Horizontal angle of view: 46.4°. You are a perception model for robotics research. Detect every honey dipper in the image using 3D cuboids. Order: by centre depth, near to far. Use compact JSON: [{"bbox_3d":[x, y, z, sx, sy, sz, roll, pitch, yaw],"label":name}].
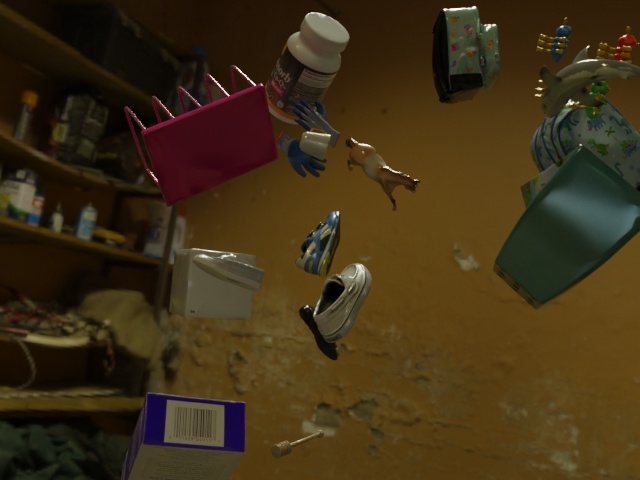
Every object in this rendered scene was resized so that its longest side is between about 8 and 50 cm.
[{"bbox_3d":[-0.046,0.456,1.683,0.030,0.031,0.160,1,3,41],"label":"honey dipper"}]

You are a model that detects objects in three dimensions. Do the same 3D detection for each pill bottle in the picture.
[{"bbox_3d":[-0.040,-0.469,2.044,0.162,0.162,0.278,13,-48,-23],"label":"pill bottle"}]

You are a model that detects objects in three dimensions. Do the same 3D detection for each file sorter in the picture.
[{"bbox_3d":[-0.280,-0.256,1.738,0.290,0.202,0.182,-26,45,-17],"label":"file sorter"}]

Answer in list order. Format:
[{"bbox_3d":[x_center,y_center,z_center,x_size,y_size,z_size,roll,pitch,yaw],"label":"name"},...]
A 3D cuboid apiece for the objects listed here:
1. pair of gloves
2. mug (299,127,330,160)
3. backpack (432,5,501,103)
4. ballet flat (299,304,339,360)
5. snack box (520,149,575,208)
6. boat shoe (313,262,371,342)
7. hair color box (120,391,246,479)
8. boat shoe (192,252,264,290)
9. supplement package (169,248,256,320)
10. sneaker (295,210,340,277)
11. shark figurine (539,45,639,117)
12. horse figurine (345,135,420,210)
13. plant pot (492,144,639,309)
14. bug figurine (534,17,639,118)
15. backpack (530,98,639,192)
[{"bbox_3d":[-0.028,-0.267,1.930,0.159,0.198,0.023,36,-20,-25],"label":"pair of gloves"},{"bbox_3d":[-0.015,-0.226,1.744,0.064,0.062,0.078,16,14,-2],"label":"mug"},{"bbox_3d":[0.309,-0.405,1.603,0.144,0.189,0.166,-11,-4,4],"label":"backpack"},{"bbox_3d":[0.005,0.238,1.962,0.049,0.173,0.057,-9,-32,-46],"label":"ballet flat"},{"bbox_3d":[0.548,-0.065,1.655,0.070,0.207,0.174,7,-27,-30],"label":"snack box"},{"bbox_3d":[0.044,0.122,1.733,0.096,0.268,0.088,-20,-65,34],"label":"boat shoe"},{"bbox_3d":[-0.272,0.419,1.428,0.185,0.110,0.339,10,-42,-17],"label":"hair color box"},{"bbox_3d":[-0.227,0.066,1.873,0.184,0.063,0.066,21,-21,-5],"label":"boat shoe"},{"bbox_3d":[-0.331,0.133,2.259,0.197,0.200,0.262,6,-4,-21],"label":"supplement package"},{"bbox_3d":[0.000,0.000,1.308,0.059,0.144,0.053,9,-43,15],"label":"sneaker"},{"bbox_3d":[0.557,-0.344,1.495,0.278,0.116,0.166,-6,-37,42],"label":"shark figurine"},{"bbox_3d":[0.141,-0.184,1.934,0.263,0.066,0.174,47,-11,16],"label":"horse figurine"},{"bbox_3d":[0.411,-0.005,1.266,0.166,0.234,0.165,45,0,15],"label":"plant pot"},{"bbox_3d":[0.628,-0.409,1.777,0.072,0.216,0.279,4,18,-33],"label":"bug figurine"},{"bbox_3d":[0.730,-0.211,1.984,0.290,0.356,0.273,-35,-23,-3],"label":"backpack"}]
